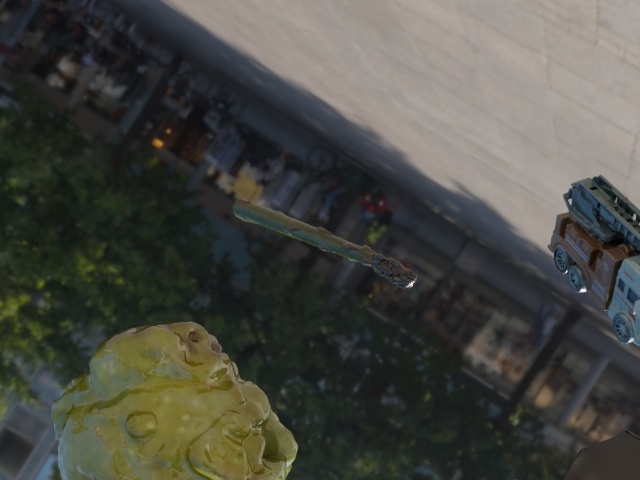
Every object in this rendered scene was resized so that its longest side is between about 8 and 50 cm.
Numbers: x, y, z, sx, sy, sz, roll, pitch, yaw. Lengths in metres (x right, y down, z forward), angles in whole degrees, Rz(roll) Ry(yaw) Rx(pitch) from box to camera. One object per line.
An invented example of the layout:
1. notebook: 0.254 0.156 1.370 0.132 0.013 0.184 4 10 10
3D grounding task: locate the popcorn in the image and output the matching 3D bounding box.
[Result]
1. popcorn: -0.181 0.260 1.193 0.312 0.312 0.312 32 -179 -1

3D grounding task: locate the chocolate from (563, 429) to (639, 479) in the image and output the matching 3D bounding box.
1. chocolate: 0.555 0.515 1.523 0.314 0.326 0.297 26 -179 42

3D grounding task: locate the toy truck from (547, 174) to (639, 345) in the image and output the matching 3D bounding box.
1. toy truck: 0.536 0.038 1.623 0.338 0.133 0.184 -120 21 -49

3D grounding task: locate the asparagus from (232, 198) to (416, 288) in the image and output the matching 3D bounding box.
1. asparagus: 0.000 0.000 0.873 0.248 0.025 0.024 23 162 43
